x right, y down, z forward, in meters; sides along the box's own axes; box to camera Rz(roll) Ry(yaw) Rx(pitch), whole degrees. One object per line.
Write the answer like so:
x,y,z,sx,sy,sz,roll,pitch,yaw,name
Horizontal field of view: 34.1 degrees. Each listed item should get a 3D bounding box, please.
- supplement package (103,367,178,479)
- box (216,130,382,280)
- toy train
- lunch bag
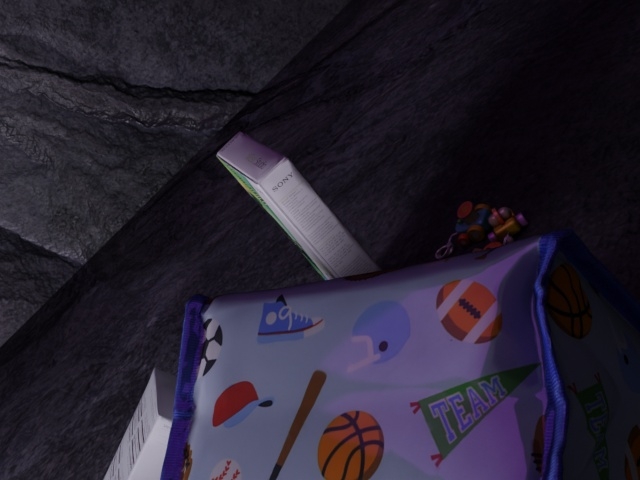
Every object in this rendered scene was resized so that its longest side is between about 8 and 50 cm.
-0.144,0.293,1.211,0.203,0.194,0.149,-64,15,9,supplement package
0.000,0.000,1.422,0.058,0.322,0.232,-41,22,-5,box
0.215,-0.005,1.440,0.125,0.046,0.166,-46,23,-8,toy train
0.120,0.163,0.833,0.328,0.385,0.238,-11,59,34,lunch bag
